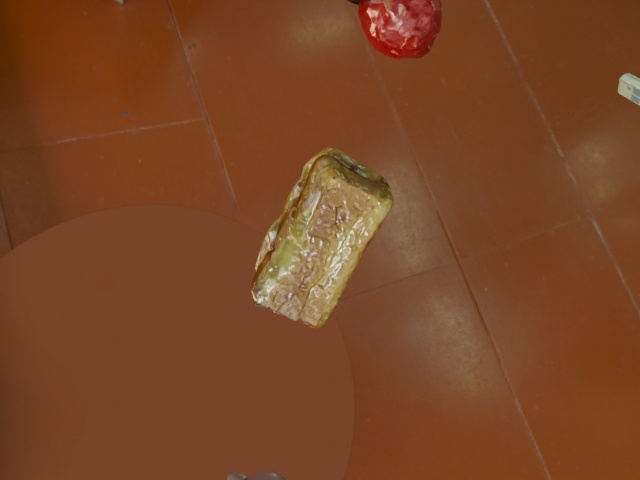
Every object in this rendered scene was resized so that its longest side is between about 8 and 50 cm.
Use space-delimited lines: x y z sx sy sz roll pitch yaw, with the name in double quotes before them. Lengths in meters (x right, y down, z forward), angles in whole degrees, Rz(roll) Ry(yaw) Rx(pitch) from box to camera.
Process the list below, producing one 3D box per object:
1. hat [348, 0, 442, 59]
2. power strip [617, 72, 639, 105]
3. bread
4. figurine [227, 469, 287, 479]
"hat" 0.088 -0.421 0.664 0.242 0.274 0.332 -47 118 -34
"power strip" 0.493 -0.221 0.733 0.016 0.040 0.090 -43 59 4
"bread" -0.003 -0.003 0.966 0.195 0.149 0.344 27 107 -12
"figurine" -0.061 0.550 0.913 0.287 0.176 0.186 21 99 -23
